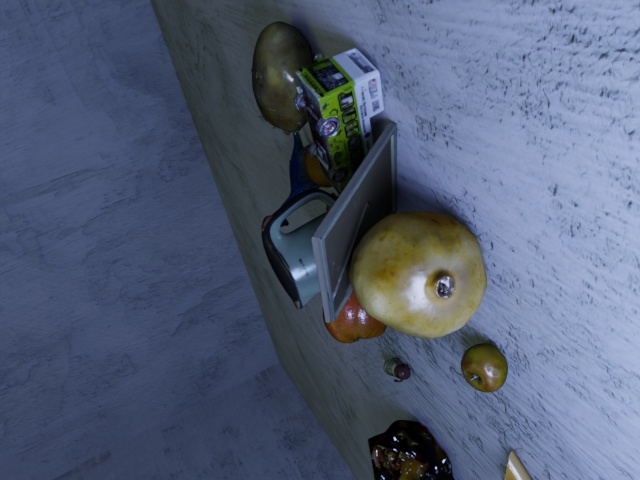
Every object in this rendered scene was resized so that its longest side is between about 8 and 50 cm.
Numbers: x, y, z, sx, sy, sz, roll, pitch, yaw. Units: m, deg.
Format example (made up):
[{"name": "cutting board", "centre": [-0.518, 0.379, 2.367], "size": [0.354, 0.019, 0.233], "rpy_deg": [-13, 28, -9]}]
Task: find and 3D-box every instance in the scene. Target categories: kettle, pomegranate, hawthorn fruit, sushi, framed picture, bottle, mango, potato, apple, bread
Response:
[{"name": "kettle", "centre": [0.000, 0.000, 1.437], "size": [0.241, 0.255, 0.165], "rpy_deg": [65, 168, -8]}, {"name": "pomegranate", "centre": [0.168, 0.054, 1.056], "size": [0.233, 0.233, 0.233], "rpy_deg": [57, 163, 28]}, {"name": "hawthorn fruit", "centre": [0.085, 0.176, 1.603], "size": [0.189, 0.189, 0.189], "rpy_deg": [57, 163, 28]}, {"name": "sushi", "centre": [0.254, 0.623, 1.721], "size": [0.227, 0.215, 0.213], "rpy_deg": [-100, 0, -58]}, {"name": "framed picture", "centre": [0.074, -0.032, 1.129], "size": [0.024, 0.315, 0.232], "rpy_deg": [16, 141, 21]}, {"name": "bottle", "centre": [0.210, 0.351, 1.684], "size": [0.063, 0.047, 0.101], "rpy_deg": [58, 165, -11]}, {"name": "mango", "centre": [0.021, -0.179, 1.430], "size": [0.165, 0.089, 0.115], "rpy_deg": [17, 122, 65]}, {"name": "potato", "centre": [-0.088, -0.354, 1.419], "size": [0.192, 0.141, 0.296], "rpy_deg": [61, 167, 24]}, {"name": "apple", "centre": [0.302, 0.233, 1.136], "size": [0.090, 0.074, 0.090], "rpy_deg": [54, 160, 30]}, {"name": "bread", "centre": [0.394, 0.483, 1.251], "size": [0.062, 0.049, 0.103], "rpy_deg": [-46, 63, 37]}]

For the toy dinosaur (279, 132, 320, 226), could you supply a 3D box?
[{"name": "toy dinosaur", "centre": [-0.075, -0.169, 1.574], "size": [0.248, 0.188, 0.075], "rpy_deg": [64, 158, 10]}]

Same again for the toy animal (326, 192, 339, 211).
[{"name": "toy animal", "centre": [0.050, -0.015, 1.632], "size": [0.099, 0.056, 0.241], "rpy_deg": [29, 141, 65]}]

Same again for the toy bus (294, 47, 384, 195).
[{"name": "toy bus", "centre": [0.045, -0.216, 1.200], "size": [0.113, 0.139, 0.302], "rpy_deg": [56, 170, 33]}]
